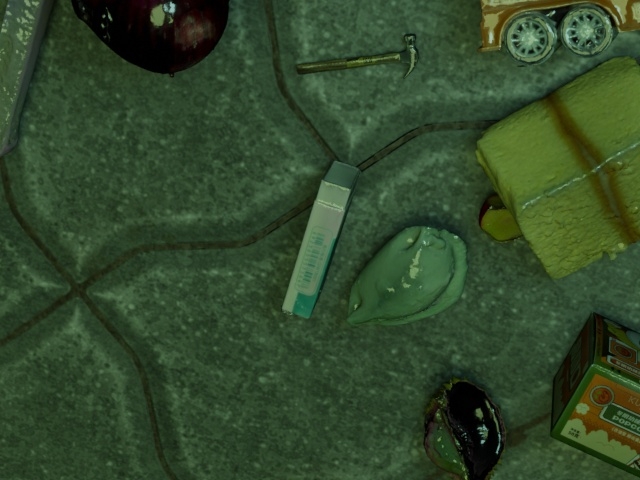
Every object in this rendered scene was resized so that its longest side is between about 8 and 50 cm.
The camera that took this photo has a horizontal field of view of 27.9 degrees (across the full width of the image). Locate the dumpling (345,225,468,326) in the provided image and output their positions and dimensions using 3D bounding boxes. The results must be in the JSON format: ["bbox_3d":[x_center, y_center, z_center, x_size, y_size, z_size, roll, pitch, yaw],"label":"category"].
[{"bbox_3d":[0.135,0.071,1.919,0.149,0.105,0.217,43,114,-7],"label":"dumpling"}]

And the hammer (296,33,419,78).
[{"bbox_3d":[0.053,-0.254,1.852,0.182,0.017,0.062,-6,110,16],"label":"hammer"}]

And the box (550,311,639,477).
[{"bbox_3d":[0.454,0.228,1.873,0.195,0.177,0.148,25,114,1],"label":"box"}]

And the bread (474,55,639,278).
[{"bbox_3d":[0.382,-0.094,1.797,0.263,0.198,0.236,-29,136,12],"label":"bread"}]

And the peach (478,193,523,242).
[{"bbox_3d":[0.274,-0.041,1.872,0.083,0.050,0.077,-35,114,19],"label":"peach"}]

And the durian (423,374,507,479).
[{"bbox_3d":[0.216,0.296,2.016,0.108,0.119,0.186,-11,100,56],"label":"durian"}]

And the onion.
[{"bbox_3d":[-0.220,-0.340,1.745,0.221,0.281,0.281,-12,113,-19],"label":"onion"}]

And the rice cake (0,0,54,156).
[{"bbox_3d":[-0.446,-0.295,1.917,0.064,0.070,0.399,21,116,-1],"label":"rice cake"}]

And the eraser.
[{"bbox_3d":[0.000,0.000,1.924,0.052,0.095,0.225,19,115,4],"label":"eraser"}]

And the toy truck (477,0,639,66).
[{"bbox_3d":[0.393,-0.350,1.653,0.388,0.173,0.207,-6,102,17],"label":"toy truck"}]
